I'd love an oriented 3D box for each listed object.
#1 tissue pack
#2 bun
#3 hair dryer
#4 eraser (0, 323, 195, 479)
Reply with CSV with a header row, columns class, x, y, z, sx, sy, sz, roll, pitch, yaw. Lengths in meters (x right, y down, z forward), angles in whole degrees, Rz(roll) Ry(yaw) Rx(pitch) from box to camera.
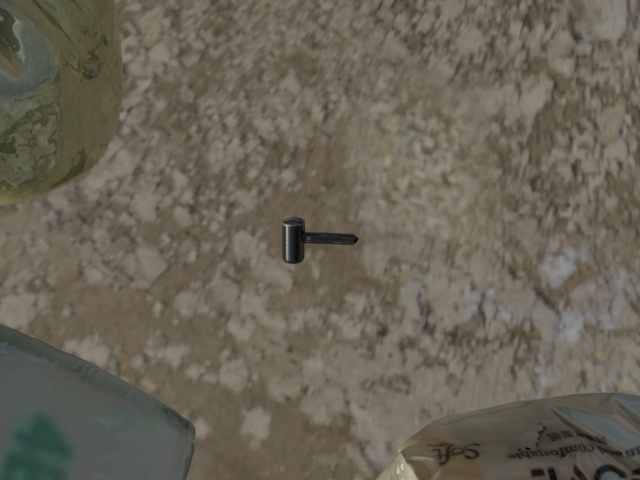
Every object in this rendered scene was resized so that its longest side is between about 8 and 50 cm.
class,x,y,z,sx,sy,sz,roll,pitch,yaw
tissue pack,0.220,0.255,1.315,0.375,0.195,0.390,-6,155,-9
bun,-0.222,-0.111,0.799,0.229,0.145,0.229,-2,69,5
hair dryer,0.000,0.000,1.550,0.083,0.026,0.047,0,113,1
eraser,-0.179,0.180,0.625,0.189,0.290,0.104,24,144,-14
